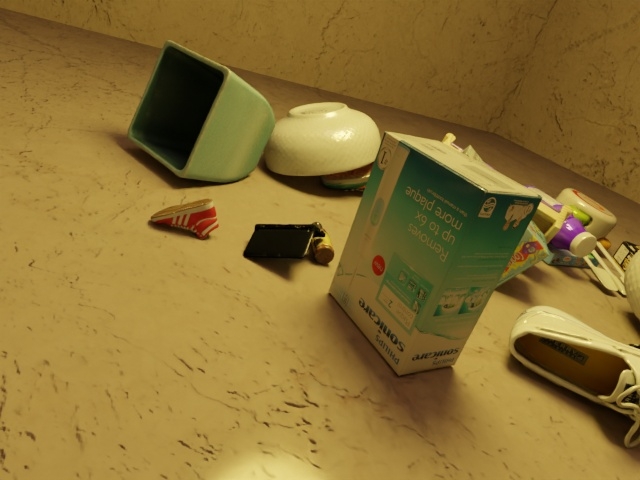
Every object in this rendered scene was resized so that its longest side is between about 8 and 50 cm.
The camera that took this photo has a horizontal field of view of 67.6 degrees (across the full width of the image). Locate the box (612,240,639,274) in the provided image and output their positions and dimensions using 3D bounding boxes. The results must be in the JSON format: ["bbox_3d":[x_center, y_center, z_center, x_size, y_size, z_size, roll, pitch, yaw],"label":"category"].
[{"bbox_3d":[1.072,0.130,1.407,0.321,0.080,0.257,21,23,6],"label":"box"}]

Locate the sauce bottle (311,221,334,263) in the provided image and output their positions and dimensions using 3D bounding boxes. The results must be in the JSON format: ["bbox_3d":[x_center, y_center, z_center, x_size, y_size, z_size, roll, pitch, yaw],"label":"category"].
[{"bbox_3d":[0.000,0.000,0.958,0.042,0.042,0.128,12,27,-14],"label":"sauce bottle"}]

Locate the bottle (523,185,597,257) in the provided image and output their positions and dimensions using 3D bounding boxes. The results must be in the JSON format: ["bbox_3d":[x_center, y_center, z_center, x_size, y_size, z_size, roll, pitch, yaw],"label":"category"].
[{"bbox_3d":[0.642,-0.053,1.341,0.092,0.118,0.283,6,28,-22],"label":"bottle"}]

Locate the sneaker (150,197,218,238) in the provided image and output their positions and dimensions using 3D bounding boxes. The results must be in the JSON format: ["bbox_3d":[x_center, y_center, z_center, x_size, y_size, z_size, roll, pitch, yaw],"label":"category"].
[{"bbox_3d":[-0.243,-0.032,0.867,0.118,0.067,0.042,-12,27,6],"label":"sneaker"}]

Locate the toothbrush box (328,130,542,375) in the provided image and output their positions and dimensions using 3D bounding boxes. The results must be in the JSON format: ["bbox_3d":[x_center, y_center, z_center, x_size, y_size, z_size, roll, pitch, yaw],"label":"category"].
[{"bbox_3d":[0.152,0.016,0.726,0.126,0.296,0.216,0,31,-33],"label":"toothbrush box"}]

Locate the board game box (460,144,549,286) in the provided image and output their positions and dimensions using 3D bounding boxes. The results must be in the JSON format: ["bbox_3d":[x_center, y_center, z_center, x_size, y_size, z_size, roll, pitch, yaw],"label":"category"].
[{"bbox_3d":[0.363,-0.056,1.077,0.275,0.142,0.144,50,27,-1],"label":"board game box"}]

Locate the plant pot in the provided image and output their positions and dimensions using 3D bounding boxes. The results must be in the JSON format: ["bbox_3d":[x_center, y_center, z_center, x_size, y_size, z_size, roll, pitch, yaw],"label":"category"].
[{"bbox_3d":[-0.254,-0.281,1.149,0.247,0.248,0.252,34,12,32],"label":"plant pot"}]

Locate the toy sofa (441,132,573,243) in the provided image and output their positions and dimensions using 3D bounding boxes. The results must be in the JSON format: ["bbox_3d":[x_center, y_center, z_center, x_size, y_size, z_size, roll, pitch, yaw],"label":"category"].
[{"bbox_3d":[0.438,-0.118,1.229,0.362,0.150,0.177,36,45,14],"label":"toy sofa"}]

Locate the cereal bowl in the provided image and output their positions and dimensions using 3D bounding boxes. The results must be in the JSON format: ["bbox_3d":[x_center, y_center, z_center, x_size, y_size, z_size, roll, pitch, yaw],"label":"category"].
[{"bbox_3d":[0.001,-0.298,1.331,0.338,0.141,0.339,-5,26,2],"label":"cereal bowl"}]

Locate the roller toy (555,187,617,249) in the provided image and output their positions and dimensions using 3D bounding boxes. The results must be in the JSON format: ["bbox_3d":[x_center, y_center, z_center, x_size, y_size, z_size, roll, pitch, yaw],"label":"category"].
[{"bbox_3d":[0.844,-0.064,1.568,0.209,0.146,0.191,22,28,-14],"label":"roller toy"}]

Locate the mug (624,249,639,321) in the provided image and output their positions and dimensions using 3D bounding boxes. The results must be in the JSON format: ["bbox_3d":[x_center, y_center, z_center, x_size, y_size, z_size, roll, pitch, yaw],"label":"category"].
[{"bbox_3d":[0.850,0.160,1.007,0.374,0.276,0.328,45,12,-14],"label":"mug"}]

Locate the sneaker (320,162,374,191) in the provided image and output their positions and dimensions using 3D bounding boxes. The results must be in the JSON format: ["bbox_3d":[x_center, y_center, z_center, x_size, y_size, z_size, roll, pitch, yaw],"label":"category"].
[{"bbox_3d":[0.141,-0.177,1.381,0.301,0.121,0.108,-11,49,-15],"label":"sneaker"}]

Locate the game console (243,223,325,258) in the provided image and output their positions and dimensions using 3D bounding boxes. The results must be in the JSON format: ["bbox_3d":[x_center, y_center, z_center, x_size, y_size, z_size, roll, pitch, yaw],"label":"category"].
[{"bbox_3d":[-0.064,0.007,0.887,0.122,0.071,0.107,2,-11,19],"label":"game console"}]

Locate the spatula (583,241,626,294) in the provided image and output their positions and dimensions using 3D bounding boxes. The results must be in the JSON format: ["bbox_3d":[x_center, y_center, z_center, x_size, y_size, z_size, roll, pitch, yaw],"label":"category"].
[{"bbox_3d":[0.795,0.066,1.344,0.168,0.019,0.242,13,39,-17],"label":"spatula"}]

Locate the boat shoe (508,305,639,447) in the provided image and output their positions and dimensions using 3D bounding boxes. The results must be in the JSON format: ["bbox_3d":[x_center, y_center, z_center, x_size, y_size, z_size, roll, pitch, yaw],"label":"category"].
[{"bbox_3d":[0.461,0.219,0.713,0.367,0.136,0.156,28,26,27],"label":"boat shoe"}]

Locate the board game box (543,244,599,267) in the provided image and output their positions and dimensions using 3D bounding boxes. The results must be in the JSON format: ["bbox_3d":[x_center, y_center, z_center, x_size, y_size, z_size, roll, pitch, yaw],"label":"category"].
[{"bbox_3d":[0.692,0.021,1.411,0.211,0.039,0.160,4,28,-27],"label":"board game box"}]

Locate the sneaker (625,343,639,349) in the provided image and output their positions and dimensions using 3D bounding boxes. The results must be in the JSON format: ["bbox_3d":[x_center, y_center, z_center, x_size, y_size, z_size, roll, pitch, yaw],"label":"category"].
[{"bbox_3d":[0.553,0.226,0.822,0.152,0.085,0.058,19,24,-1],"label":"sneaker"}]
